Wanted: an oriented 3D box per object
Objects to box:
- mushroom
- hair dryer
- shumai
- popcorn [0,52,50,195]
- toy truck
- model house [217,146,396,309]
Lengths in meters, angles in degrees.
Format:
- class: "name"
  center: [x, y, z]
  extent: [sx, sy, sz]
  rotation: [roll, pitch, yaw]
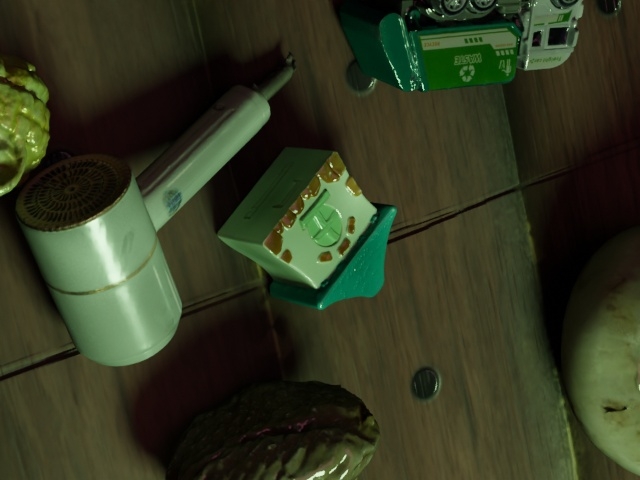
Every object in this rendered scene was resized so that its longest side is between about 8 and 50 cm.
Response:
- class: "mushroom"
  center: [0.415, 0.121, 1.729]
  extent: [0.297, 0.290, 0.298]
  rotation: [-4, 98, -30]
- class: "hair dryer"
  center: [-0.118, -0.057, 1.502]
  extent: [0.357, 0.107, 0.173]
  rotation: [-46, 138, -32]
- class: "shumai"
  center: [-0.033, 0.239, 1.555]
  extent: [0.205, 0.166, 0.176]
  rotation: [-20, 116, -3]
- class: "popcorn"
  center: [-0.294, -0.102, 1.371]
  extent: [0.135, 0.141, 0.162]
  rotation: [-36, 73, -30]
- class: "toy truck"
  center: [0.144, -0.221, 1.637]
  extent: [0.253, 0.114, 0.124]
  rotation: [-7, 112, -31]
- class: "model house"
  center: [0.000, 0.000, 1.577]
  extent: [0.149, 0.100, 0.127]
  rotation: [46, 73, -29]
